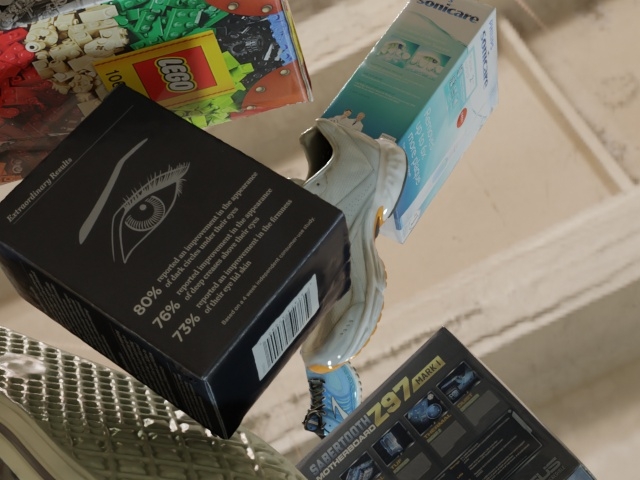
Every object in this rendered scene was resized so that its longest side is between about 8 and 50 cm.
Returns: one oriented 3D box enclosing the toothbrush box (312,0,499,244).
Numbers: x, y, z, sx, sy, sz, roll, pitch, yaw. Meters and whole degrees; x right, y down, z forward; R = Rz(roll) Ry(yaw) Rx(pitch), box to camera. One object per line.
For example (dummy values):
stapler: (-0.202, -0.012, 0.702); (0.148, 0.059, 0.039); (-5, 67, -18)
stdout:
toothbrush box: (0.131, -0.180, 1.563); (0.126, 0.216, 0.296); (25, -115, 23)

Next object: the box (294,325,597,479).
box: (0.075, 0.206, 0.868); (0.232, 0.059, 0.183); (-43, -135, -1)

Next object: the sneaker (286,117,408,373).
sneaker: (0.000, 0.000, 1.082); (0.099, 0.121, 0.263); (-26, -133, 51)

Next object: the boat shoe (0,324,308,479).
boat shoe: (-0.186, 0.180, 0.773); (0.500, 0.186, 0.156); (17, -81, 30)

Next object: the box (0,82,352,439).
box: (-0.104, 0.011, 0.767); (0.207, 0.108, 0.153); (32, -114, 21)

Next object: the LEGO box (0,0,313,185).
LEGO box: (-0.248, -0.314, 0.925); (0.372, 0.193, 0.500); (-16, -117, 2)

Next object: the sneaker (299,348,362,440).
sneaker: (0.010, 0.196, 1.291); (0.073, 0.162, 0.063); (-30, -163, -32)
